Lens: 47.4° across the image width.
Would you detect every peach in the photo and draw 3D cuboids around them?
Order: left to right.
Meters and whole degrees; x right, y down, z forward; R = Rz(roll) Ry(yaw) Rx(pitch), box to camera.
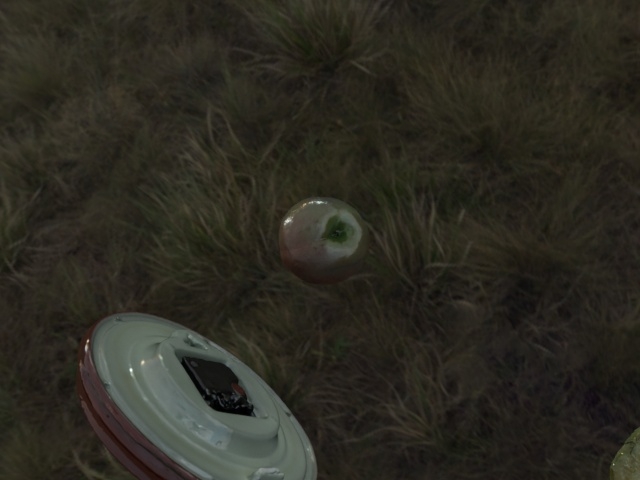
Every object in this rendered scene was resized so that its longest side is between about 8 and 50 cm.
[{"bbox_3d":[0.002,0.001,0.642,0.083,0.083,0.083,-10,63,20],"label":"peach"}]

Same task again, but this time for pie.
[{"bbox_3d":[0.246,0.172,0.521,0.084,0.020,0.085,0,87,4],"label":"pie"}]

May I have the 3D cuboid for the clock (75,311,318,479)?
[{"bbox_3d":[-0.132,0.188,0.844,0.080,0.318,0.318,-53,56,12],"label":"clock"}]
